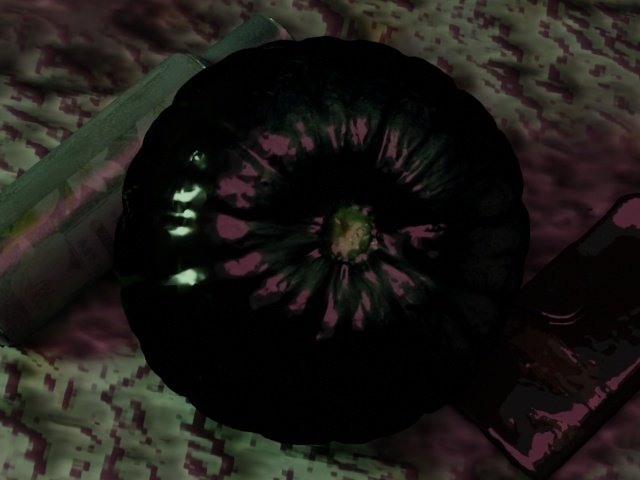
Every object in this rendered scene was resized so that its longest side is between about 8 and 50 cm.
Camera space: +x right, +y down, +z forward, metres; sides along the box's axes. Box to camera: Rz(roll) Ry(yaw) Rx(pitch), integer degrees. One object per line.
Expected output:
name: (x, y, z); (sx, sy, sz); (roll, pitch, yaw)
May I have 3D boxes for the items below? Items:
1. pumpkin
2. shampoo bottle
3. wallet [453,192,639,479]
pumpkin: (0.000, 0.000, 0.884); (0.202, 0.140, 0.202); (0, 88, -12)
shampoo bottle: (-0.097, -0.036, 0.947); (0.214, 0.072, 0.072); (-41, 71, -16)
wallet: (0.135, 0.046, 0.932); (0.157, 0.018, 0.082); (-40, 70, -15)
